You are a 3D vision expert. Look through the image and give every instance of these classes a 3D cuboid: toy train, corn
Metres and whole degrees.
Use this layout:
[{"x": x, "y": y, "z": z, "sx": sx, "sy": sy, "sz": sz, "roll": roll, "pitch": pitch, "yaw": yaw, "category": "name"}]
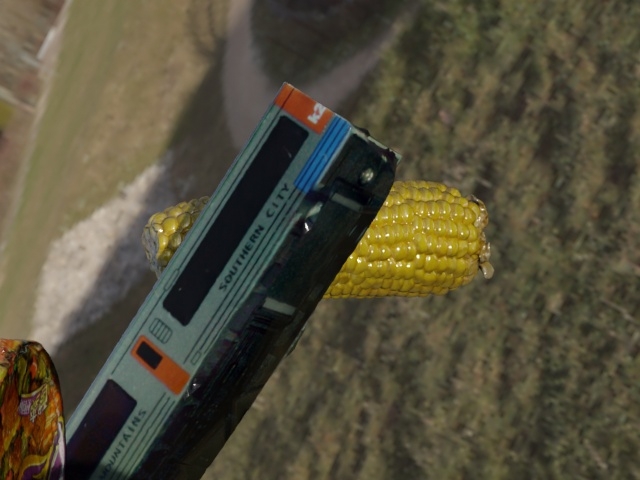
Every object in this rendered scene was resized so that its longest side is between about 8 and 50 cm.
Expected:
[{"x": -0.094, "y": 0.087, "z": 0.915, "sx": 0.089, "sy": 0.086, "sz": 0.409, "roll": 37, "pitch": 98, "yaw": 27, "category": "toy train"}, {"x": 0.000, "y": 0.000, "z": 1.168, "sx": 0.106, "sy": 0.305, "sz": 0.106, "roll": 179, "pitch": 90, "yaw": -70, "category": "corn"}]

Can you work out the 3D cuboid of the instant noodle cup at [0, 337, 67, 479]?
[{"x": -0.259, "y": 0.173, "z": 0.754, "sx": 0.251, "sy": 0.190, "sz": 0.251, "roll": 3, "pitch": -90, "yaw": -89, "category": "instant noodle cup"}]
